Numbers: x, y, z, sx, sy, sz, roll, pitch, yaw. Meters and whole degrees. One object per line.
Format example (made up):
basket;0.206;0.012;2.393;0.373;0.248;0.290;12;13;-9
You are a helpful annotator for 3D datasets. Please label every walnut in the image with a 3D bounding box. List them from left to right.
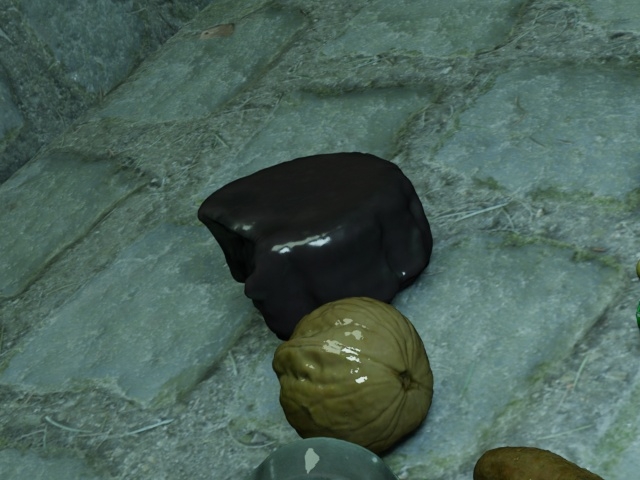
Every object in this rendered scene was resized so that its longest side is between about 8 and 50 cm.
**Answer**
walnut;0.042;0.189;1.714;0.228;0.228;0.228;-21;30;13

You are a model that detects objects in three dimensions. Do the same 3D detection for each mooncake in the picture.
mooncake;0.000;0.000;2.040;0.351;0.212;0.381;-23;26;0

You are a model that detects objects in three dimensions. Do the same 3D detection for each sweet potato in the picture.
sweet potato;0.289;0.315;1.415;0.114;0.092;0.341;-55;30;3

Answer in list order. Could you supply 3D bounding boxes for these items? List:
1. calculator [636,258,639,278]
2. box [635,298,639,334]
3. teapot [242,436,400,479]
calculator;0.551;0.015;1.722;0.236;0.033;0.157;4;44;47
box;0.532;0.083;1.530;0.250;0.103;0.180;16;65;49
teapot;0.010;0.406;1.383;0.300;0.253;0.344;12;31;2
